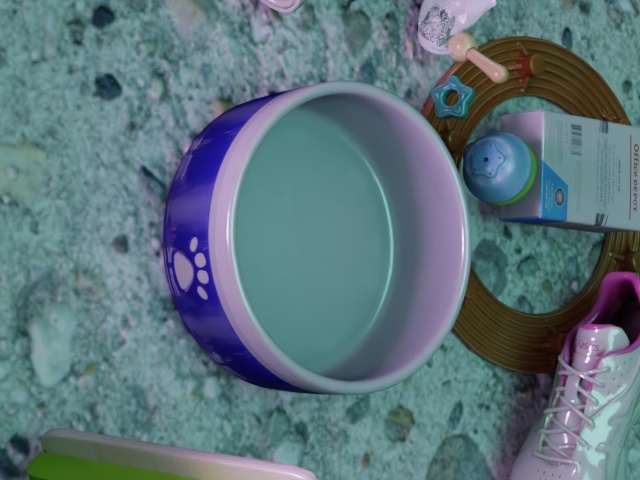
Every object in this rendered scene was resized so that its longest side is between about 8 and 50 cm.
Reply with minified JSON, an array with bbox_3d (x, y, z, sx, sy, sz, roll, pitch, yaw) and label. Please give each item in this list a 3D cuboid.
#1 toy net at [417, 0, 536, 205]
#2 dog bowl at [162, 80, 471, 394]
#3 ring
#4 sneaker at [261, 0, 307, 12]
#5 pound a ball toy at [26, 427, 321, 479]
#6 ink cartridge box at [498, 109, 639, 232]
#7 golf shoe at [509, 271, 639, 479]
[{"bbox_3d":[0.124,-0.142,1.568,0.045,0.122,0.232,22,58,-61],"label":"toy net"},{"bbox_3d":[0.000,0.000,1.445,0.265,0.104,0.264,3,85,-38],"label":"dog bowl"},{"bbox_3d":[0.220,-0.036,1.668,0.337,0.032,0.336,2,87,-39],"label":"ring"},{"bbox_3d":[-0.045,-0.342,1.430,0.169,0.108,0.292,-39,112,-37],"label":"sneaker"},{"bbox_3d":[-0.166,0.251,1.197,0.208,0.319,0.135,-40,123,-45],"label":"pound a ball toy"},{"bbox_3d":[0.258,-0.062,1.641,0.180,0.060,0.104,7,82,-38],"label":"ink cartridge box"},{"bbox_3d":[0.249,0.159,1.611,0.306,0.115,0.140,-55,137,-31],"label":"golf shoe"}]
